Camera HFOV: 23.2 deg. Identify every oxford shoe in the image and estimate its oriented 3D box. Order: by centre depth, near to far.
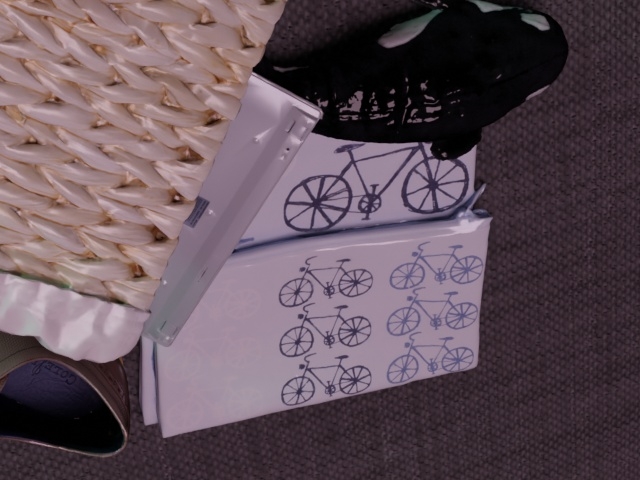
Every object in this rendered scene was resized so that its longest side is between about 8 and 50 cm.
[{"bbox_3d":[-0.293,0.067,1.189,0.364,0.132,0.130,24,108,-33],"label":"oxford shoe"}]

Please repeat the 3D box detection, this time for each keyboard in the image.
[{"bbox_3d":[-0.093,-0.021,1.245,0.072,0.014,0.256,30,115,-9],"label":"keyboard"}]

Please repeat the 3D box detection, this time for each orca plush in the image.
[{"bbox_3d":[0.078,-0.136,1.223,0.287,0.102,0.151,4,99,-21],"label":"orca plush"}]

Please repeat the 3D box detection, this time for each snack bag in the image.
[{"bbox_3d":[0.000,0.000,1.337,0.323,0.037,0.342,-9,122,-18],"label":"snack bag"}]

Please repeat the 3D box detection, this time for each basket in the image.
[{"bbox_3d":[-0.238,-0.144,0.965,0.331,0.328,0.266,22,107,-31],"label":"basket"}]
